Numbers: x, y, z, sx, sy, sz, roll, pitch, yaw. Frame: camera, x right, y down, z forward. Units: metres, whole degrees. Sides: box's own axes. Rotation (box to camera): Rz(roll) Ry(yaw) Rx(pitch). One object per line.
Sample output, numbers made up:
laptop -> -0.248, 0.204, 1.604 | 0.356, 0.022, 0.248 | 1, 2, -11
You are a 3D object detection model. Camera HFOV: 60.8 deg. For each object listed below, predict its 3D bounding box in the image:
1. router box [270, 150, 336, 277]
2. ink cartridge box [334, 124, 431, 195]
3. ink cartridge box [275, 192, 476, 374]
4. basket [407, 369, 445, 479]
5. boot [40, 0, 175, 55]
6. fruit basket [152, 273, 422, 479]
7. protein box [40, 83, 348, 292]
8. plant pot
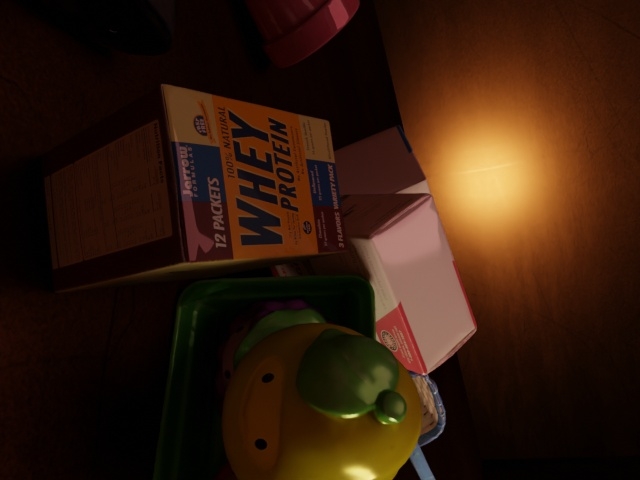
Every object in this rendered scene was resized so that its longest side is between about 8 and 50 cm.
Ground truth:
router box -> 0.000, 0.000, 1.072 | 0.335, 0.082, 0.301 | -45, 123, -66
ink cartridge box -> 0.120, -0.049, 1.003 | 0.171, 0.168, 0.233 | -104, 169, -46
ink cartridge box -> 0.055, 0.049, 0.782 | 0.117, 0.283, 0.207 | -34, 111, -28
basket -> 0.158, 0.369, 1.105 | 0.255, 0.201, 0.289 | 66, -7, -31
boot -> -0.197, -0.426, 0.642 | 0.367, 0.146, 0.445 | 16, 62, -57
fruit basket -> -0.042, 0.196, 0.567 | 0.392, 0.283, 0.392 | -3, 90, -83
protein box -> -0.119, -0.036, 0.524 | 0.200, 0.201, 0.136 | -3, 83, -51
plant pot -> -0.059, -0.453, 1.003 | 0.180, 0.201, 0.201 | 47, 35, -29
